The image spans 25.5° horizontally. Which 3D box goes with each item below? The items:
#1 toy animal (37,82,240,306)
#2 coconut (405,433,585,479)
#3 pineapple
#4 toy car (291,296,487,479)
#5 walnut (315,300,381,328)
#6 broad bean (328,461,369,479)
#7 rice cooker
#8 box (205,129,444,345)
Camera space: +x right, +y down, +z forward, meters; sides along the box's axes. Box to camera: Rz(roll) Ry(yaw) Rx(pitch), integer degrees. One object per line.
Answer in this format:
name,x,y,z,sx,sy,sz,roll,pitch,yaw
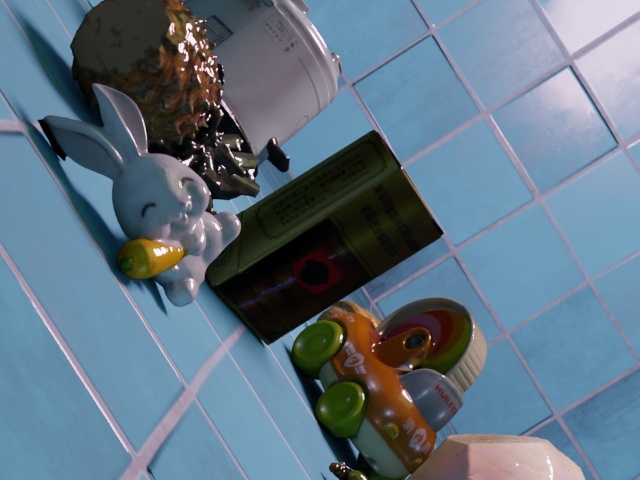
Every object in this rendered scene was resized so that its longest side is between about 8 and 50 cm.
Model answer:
toy animal,-0.154,-0.031,1.184,0.127,0.131,0.182,21,-28,35
coconut,0.207,0.346,1.739,0.237,0.236,0.197,55,18,-30
pineapple,-0.147,-0.141,1.518,0.310,0.141,0.170,58,39,-55
toy car,0.101,0.161,1.715,0.145,0.235,0.235,54,5,-37
walnut,0.043,0.141,2.055,0.105,0.105,0.124,54,-6,-39
broad bean,0.076,0.323,1.398,0.065,0.046,0.254,43,12,-47
rice cooker,-0.120,-0.209,1.833,0.280,0.227,0.241,45,-15,9
box,0.000,0.000,1.548,0.071,0.240,0.159,61,5,35
